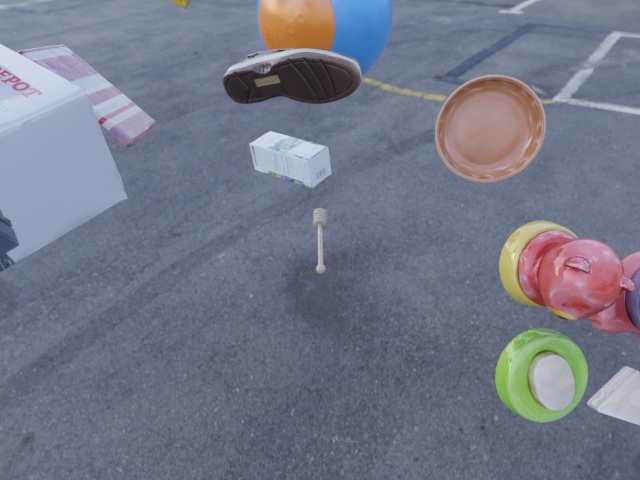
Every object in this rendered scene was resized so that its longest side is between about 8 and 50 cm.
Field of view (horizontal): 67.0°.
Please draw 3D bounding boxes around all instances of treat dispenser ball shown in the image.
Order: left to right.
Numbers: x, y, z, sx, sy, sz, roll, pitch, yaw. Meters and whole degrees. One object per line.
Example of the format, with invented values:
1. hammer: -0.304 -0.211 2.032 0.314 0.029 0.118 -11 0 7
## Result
1. treat dispenser ball: 0.009 -0.474 1.029 0.289 0.287 0.288 -1 35 1

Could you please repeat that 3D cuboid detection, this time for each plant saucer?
1. plant saucer: 0.319 -0.210 0.921 0.200 0.199 0.037 4 19 8

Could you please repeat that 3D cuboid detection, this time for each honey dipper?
1. honey dipper: 0.000 0.000 0.938 0.031 0.030 0.160 -1 45 0

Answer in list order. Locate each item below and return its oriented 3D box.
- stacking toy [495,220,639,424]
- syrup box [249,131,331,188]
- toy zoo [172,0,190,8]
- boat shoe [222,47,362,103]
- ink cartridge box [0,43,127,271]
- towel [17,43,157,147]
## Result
1. stacking toy: 0.391 0.131 0.636 0.309 0.279 0.130 9 4 -12
2. syrup box: -0.091 -0.244 1.441 0.237 0.096 0.093 21 46 33
3. toy zoo: -0.407 -0.725 1.249 0.030 0.192 0.293 -59 17 -18
4. boat shoe: -0.045 -0.301 0.845 0.258 0.095 0.095 7 47 21
5. ink cartridge box: -0.376 -0.051 0.419 0.223 0.128 0.307 30 52 26
6. towel: -0.622 -0.398 1.325 0.037 0.329 0.237 -43 18 17
